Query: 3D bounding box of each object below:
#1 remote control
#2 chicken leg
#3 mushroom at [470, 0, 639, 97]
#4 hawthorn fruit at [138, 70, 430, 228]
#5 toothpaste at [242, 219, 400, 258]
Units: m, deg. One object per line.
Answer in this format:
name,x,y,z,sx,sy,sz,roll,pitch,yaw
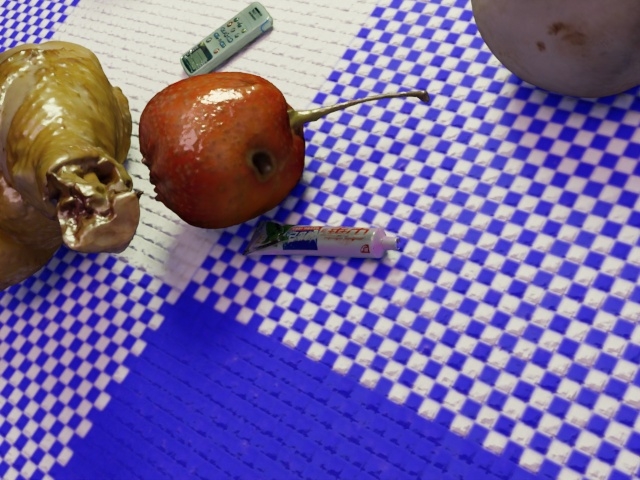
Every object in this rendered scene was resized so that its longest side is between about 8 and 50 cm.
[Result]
remote control,-0.114,-0.242,1.054,0.124,0.018,0.053,-35,49,4
chicken leg,-0.288,-0.048,0.909,0.295,0.182,0.409,-56,38,5
mushroom,0.241,-0.234,0.768,0.204,0.204,0.204,-14,55,20
hawthorn fruit,-0.041,-0.117,0.861,0.285,0.165,0.165,-25,51,1
toothpaste,0.000,0.000,0.830,0.169,0.028,0.045,2,55,34
